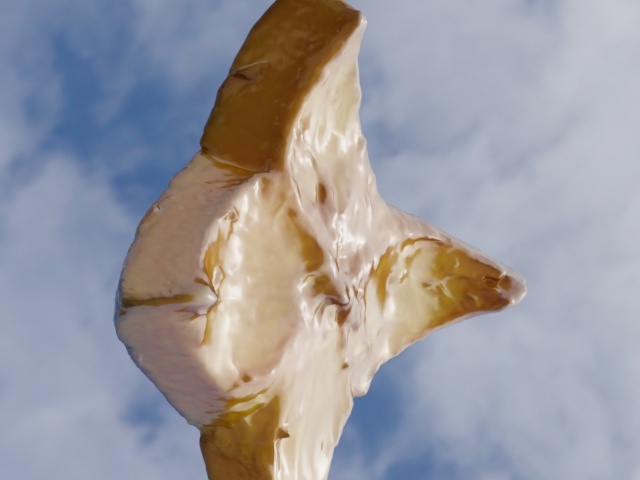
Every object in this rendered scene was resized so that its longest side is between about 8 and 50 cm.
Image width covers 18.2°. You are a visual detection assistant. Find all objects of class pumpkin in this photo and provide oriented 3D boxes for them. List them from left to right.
[{"bbox_3d":[-0.003,0.027,1.154,0.095,0.258,0.290,7,-36,35],"label":"pumpkin"}]
